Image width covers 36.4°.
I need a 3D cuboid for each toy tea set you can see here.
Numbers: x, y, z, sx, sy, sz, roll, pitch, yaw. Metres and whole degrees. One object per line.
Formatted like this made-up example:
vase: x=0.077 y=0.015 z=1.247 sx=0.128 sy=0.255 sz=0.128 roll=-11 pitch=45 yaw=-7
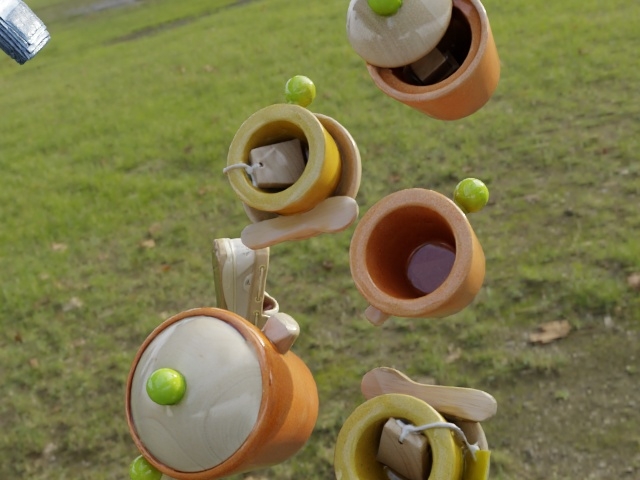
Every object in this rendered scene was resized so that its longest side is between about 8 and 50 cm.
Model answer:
toy tea set: x=0.000 y=0.000 z=0.547 sx=0.200 sy=0.335 sz=0.124 roll=2 pitch=-13 yaw=27

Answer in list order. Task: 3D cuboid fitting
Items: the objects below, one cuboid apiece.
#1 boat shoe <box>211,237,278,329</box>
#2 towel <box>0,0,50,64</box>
boat shoe: x=-0.069 y=0.068 z=0.939 sx=0.059 sy=0.170 sz=0.063 roll=-9 pitch=42 yaw=-11
towel: x=-0.322 y=-0.233 z=0.963 sx=0.029 sy=0.119 sz=0.067 roll=-33 pitch=23 yaw=27
